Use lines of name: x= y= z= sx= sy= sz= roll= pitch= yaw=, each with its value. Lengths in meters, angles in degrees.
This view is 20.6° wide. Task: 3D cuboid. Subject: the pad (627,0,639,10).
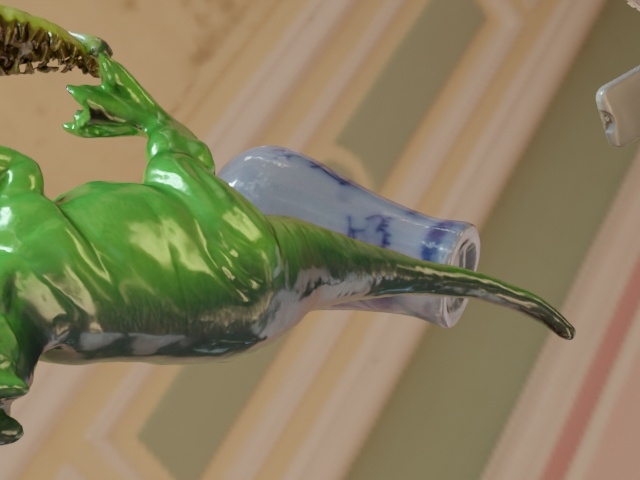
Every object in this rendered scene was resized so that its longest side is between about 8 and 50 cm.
pad: x=0.115 y=-0.093 z=0.578 sx=0.156 sy=0.232 sz=0.004 roll=36 pitch=-88 yaw=-6

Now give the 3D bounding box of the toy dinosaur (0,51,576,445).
toy dinosaur: x=-0.029 y=0.043 z=1.045 sx=0.499 sy=0.144 sz=0.374 roll=16 pitch=-157 yaw=-13

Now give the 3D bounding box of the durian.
durian: x=-0.358 y=-0.169 z=1.443 sx=0.375 sy=0.107 sz=0.132 roll=-1 pitch=-140 yaw=-7

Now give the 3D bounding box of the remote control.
remote control: x=0.283 y=-0.127 z=1.309 sx=0.184 sy=0.027 sz=0.050 roll=-29 pitch=-67 yaw=-20

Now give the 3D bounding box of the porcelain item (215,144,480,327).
porcelain item: x=0.000 y=0.000 z=1.477 sx=0.141 sy=0.259 sz=0.141 roll=12 pitch=-90 yaw=-67
